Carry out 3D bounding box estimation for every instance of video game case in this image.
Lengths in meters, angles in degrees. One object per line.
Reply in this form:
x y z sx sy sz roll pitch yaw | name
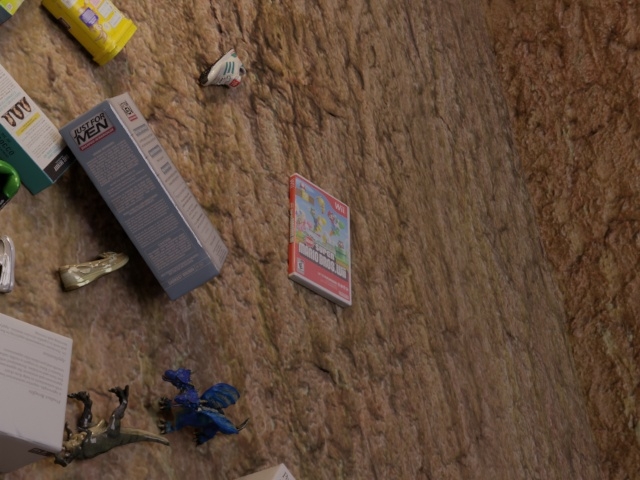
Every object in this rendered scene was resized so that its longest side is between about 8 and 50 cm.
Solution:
0.000 0.000 2.407 0.204 0.025 0.285 31 47 -40 | video game case

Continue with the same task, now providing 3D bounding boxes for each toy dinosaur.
-0.365 0.309 1.696 0.268 0.064 0.118 3 74 -55 | toy dinosaur

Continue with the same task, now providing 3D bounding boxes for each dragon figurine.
-0.198 0.314 1.837 0.289 0.144 0.085 30 48 -41 | dragon figurine

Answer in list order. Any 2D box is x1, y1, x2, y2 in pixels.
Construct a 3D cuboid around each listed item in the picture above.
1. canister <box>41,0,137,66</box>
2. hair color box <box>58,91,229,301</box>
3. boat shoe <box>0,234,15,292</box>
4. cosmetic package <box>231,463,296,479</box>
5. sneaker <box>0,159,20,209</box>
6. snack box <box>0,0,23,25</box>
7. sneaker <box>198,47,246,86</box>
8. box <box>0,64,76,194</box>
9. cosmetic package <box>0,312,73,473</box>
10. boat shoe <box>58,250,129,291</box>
-0.465 -0.453 2.020 0.170 0.073 0.126 47 38 -23 | canister
-0.323 -0.087 1.889 0.374 0.114 0.185 59 6 -10 | hair color box
-0.530 0.037 1.662 0.035 0.035 0.100 16 64 -51 | boat shoe
-0.135 0.590 1.744 0.197 0.155 0.365 53 37 -13 | cosmetic package
-0.590 -0.043 1.498 0.134 0.146 0.343 60 33 -16 | sneaker
-0.615 -0.518 1.862 0.174 0.070 0.207 44 38 -27 | snack box
-0.219 -0.384 2.321 0.075 0.057 0.161 50 34 -13 | sneaker
-0.545 -0.207 1.769 0.244 0.060 0.100 52 36 -19 | box
-0.482 0.229 1.501 0.151 0.151 0.183 30 47 -40 | cosmetic package
-0.406 0.045 1.807 0.153 0.056 0.048 -31 100 -49 | boat shoe
